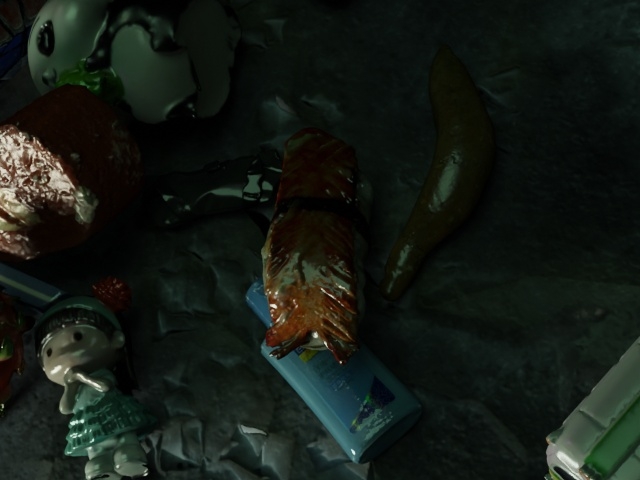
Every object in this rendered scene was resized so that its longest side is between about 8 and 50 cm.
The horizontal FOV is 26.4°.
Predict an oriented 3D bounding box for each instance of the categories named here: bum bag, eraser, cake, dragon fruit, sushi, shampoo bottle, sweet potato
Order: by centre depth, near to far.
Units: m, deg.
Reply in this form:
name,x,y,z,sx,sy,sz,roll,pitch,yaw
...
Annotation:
name,x,y,z,sx,sy,sz,roll,pitch,yaw
sushi,0.000,0.000,1.605,0.124,0.130,0.332,-2,41,9
shampoo bottle,0.002,0.140,1.606,0.104,0.061,0.258,-39,60,-8
sweet potato,0.155,-0.085,1.655,0.108,0.079,0.346,-4,63,48
dragon fruit,-0.428,0.144,1.662,0.137,0.236,0.135,23,39,4
cake,-0.352,-0.075,1.711,0.283,0.177,0.151,-22,15,40
bum bag,-0.142,-0.069,1.754,0.198,0.049,0.087,-12,59,13
eraser,-0.404,0.053,1.764,0.225,0.082,0.036,21,78,24

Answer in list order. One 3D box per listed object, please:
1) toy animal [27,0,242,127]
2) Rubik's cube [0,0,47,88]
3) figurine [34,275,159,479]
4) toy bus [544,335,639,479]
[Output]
name,x,y,z,sx,sy,sz,roll,pitch,yaw
toy animal,-0.257,-0.239,1.776,0.267,0.212,0.212,-2,66,16
Rubik's cube,-0.523,-0.335,1.874,0.319,0.319,0.264,-43,88,-4
figurine,-0.263,0.174,1.655,0.138,0.110,0.245,-23,67,5
toy bus,0.373,0.161,1.409,0.305,0.179,0.143,-46,61,-6
